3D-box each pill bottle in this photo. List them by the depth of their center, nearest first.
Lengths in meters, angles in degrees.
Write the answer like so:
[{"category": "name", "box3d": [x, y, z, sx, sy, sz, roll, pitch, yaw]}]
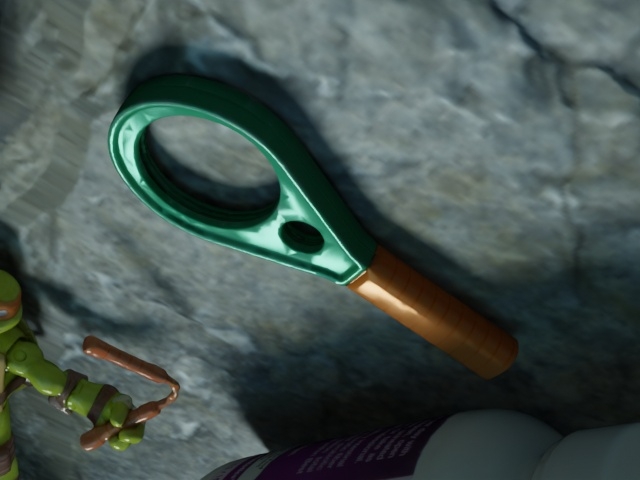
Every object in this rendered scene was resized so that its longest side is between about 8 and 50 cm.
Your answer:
[{"category": "pill bottle", "box3d": [0.059, 0.186, 0.616, 0.301, 0.169, 0.169, -21, 125, 41]}]

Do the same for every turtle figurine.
[{"category": "turtle figurine", "box3d": [-0.234, 0.081, 0.695, 0.269, 0.087, 0.217, 21, 127, -10]}]

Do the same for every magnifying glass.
[{"category": "magnifying glass", "box3d": [0.000, 0.000, 0.542, 0.231, 0.026, 0.092, 32, 141, -14]}]
